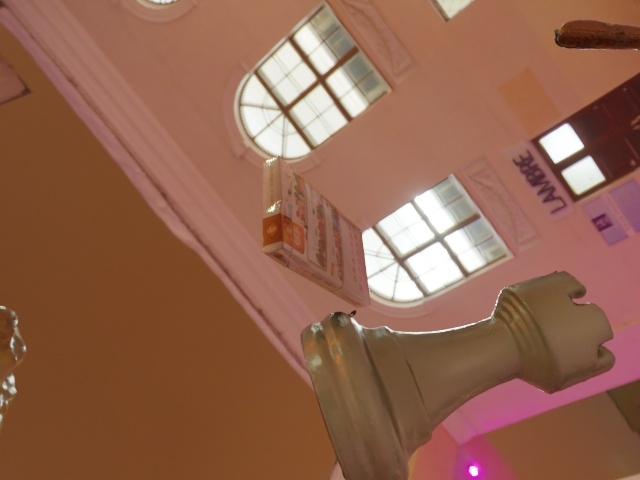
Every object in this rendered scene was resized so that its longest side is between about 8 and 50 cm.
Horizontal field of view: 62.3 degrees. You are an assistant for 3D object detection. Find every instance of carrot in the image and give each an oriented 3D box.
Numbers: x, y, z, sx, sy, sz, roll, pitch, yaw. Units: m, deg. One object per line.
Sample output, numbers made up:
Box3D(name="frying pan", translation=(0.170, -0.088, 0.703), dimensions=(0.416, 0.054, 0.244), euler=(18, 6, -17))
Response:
Box3D(name="carrot", translation=(0.490, -0.314, 0.813), dimensions=(0.049, 0.255, 0.049), euler=(-24, -57, -44))

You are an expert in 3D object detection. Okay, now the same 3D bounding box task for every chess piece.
Box3D(name="chess piece", translation=(0.146, 0.136, 0.576), dimensions=(0.194, 0.299, 0.194), euler=(161, 90, -89))

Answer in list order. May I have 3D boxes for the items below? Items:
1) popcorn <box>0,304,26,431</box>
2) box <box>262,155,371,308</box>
Box3D(name="popcorn", translation=(-0.221, 0.082, 0.228), dimensions=(0.195, 0.174, 0.168), euler=(63, 179, 39))
Box3D(name="box", translation=(0.001, 0.000, 0.663), dimensions=(0.220, 0.032, 0.122), euler=(37, -137, -52))
